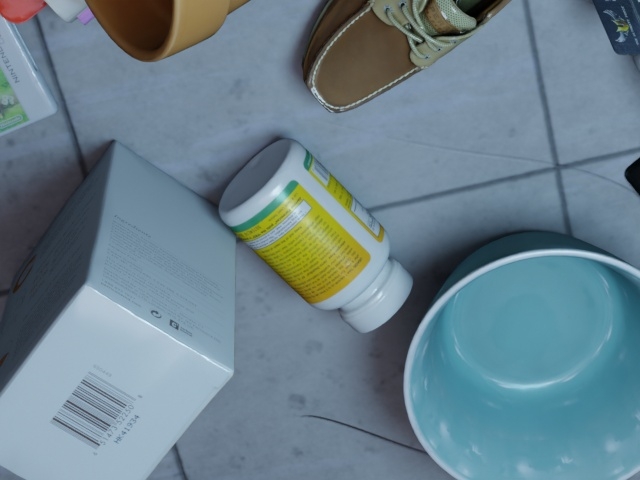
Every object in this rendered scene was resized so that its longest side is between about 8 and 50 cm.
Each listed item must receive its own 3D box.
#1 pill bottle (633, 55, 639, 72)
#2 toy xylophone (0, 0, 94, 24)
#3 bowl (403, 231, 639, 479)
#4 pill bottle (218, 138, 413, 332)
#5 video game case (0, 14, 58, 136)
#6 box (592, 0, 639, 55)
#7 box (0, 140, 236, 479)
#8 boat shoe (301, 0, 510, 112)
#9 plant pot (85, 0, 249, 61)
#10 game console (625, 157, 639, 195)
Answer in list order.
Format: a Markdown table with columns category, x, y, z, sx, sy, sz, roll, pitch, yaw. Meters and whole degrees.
| category | x | y | z | sx | sy | sz | roll | pitch | yaw |
| --- | --- | --- | --- | --- | --- | --- | --- | --- | --- |
| pill bottle | 0.440 | -0.200 | 1.721 | 0.216 | 0.121 | 0.121 | -34 | 112 | 14 |
| toy xylophone | -0.272 | -0.368 | 1.637 | 0.236 | 0.081 | 0.323 | -33 | 111 | -1 |
| bowl | 0.240 | 0.115 | 1.843 | 0.311 | 0.163 | 0.311 | -1 | 115 | -1 |
| pill bottle | 0.000 | 0.000 | 1.806 | 0.117 | 0.117 | 0.208 | -40 | 111 | 16 |
| video game case | -0.412 | -0.178 | 1.759 | 0.212 | 0.023 | 0.193 | -22 | 114 | 9 |
| box | 0.319 | -0.325 | 1.640 | 0.183 | 0.059 | 0.233 | -41 | 117 | -24 |
| box | -0.212 | 0.083 | 1.712 | 0.168 | 0.345 | 0.215 | 33 | 111 | -17 |
| boat shoe | 0.113 | -0.247 | 1.688 | 0.324 | 0.120 | 0.122 | -41 | 110 | 16 |
| plant pot | -0.110 | -0.327 | 1.510 | 0.203 | 0.291 | 0.291 | -21 | 118 | -23 |
| game console | 0.416 | -0.069 | 1.844 | 0.122 | 0.071 | 0.107 | -40 | 140 | 17 |
